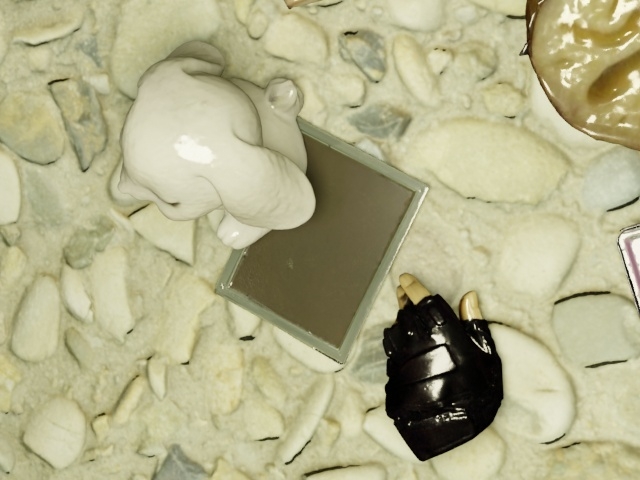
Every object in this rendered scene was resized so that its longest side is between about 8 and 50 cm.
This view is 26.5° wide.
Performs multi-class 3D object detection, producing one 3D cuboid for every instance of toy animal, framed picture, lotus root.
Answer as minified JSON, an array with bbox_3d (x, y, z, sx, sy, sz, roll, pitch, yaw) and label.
[{"bbox_3d":[-0.134,-0.123,1.596,0.206,0.265,0.272,-37,76,16],"label":"toy animal"},{"bbox_3d":[0.000,0.000,1.702,0.197,0.014,0.252,28,101,13],"label":"framed picture"},{"bbox_3d":[0.406,-0.274,1.470,0.375,0.111,0.390,24,115,3],"label":"lotus root"}]

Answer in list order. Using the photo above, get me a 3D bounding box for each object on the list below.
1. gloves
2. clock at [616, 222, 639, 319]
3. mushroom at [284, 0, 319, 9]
[{"bbox_3d":[0.134,0.138,1.626,0.164,0.124,0.203,-29,93,-1],"label":"gloves"},{"bbox_3d":[0.432,0.058,1.543,0.144,0.073,0.193,-17,89,17],"label":"clock"},{"bbox_3d":[-0.023,-0.410,1.603,0.173,0.162,0.236,-24,89,19],"label":"mushroom"}]
